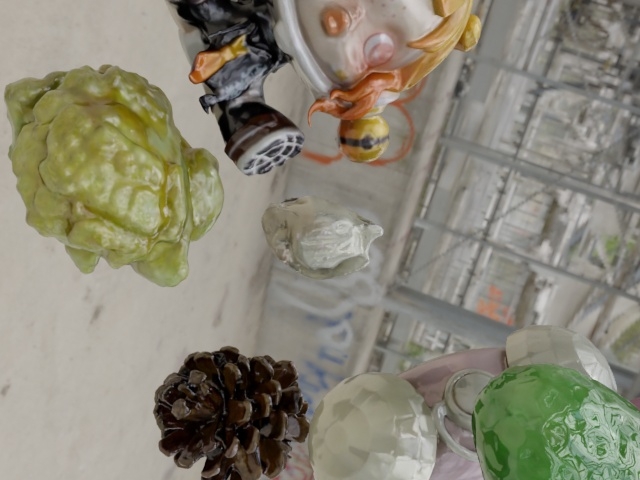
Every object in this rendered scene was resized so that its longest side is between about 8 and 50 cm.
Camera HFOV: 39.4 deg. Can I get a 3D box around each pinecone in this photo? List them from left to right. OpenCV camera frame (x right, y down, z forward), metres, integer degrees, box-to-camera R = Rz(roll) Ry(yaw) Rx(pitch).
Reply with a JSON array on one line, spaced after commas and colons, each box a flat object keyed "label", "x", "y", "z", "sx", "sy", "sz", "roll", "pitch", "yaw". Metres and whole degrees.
[{"label": "pinecone", "x": -0.109, "y": 0.211, "z": 1.070, "sx": 0.179, "sy": 0.195, "sz": 0.150, "roll": -36, "pitch": -134, "yaw": 18}]

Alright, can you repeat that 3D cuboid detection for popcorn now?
[{"label": "popcorn", "x": -0.224, "y": -0.074, "z": 0.941, "sx": 0.195, "sy": 0.255, "sz": 0.256, "roll": -40, "pitch": -154, "yaw": 0}]

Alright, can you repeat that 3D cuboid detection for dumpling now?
[{"label": "dumpling", "x": 0.000, "y": 0.000, "z": 1.452, "sx": 0.118, "sy": 0.199, "sz": 0.136, "roll": -85, "pitch": -177, "yaw": -73}]

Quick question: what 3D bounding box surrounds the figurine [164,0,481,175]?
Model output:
[{"label": "figurine", "x": 0.014, "y": -0.239, "z": 0.896, "sx": 0.196, "sy": 0.323, "sz": 0.320, "roll": -111, "pitch": -179, "yaw": -64}]

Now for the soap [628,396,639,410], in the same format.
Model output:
[{"label": "soap", "x": 0.519, "y": 0.267, "z": 1.190, "sx": 0.259, "sy": 0.081, "sz": 0.181, "roll": -27, "pitch": -158, "yaw": 35}]

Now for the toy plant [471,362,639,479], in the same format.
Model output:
[{"label": "toy plant", "x": 0.258, "y": 0.207, "z": 0.473, "sx": 0.317, "sy": 0.356, "sz": 0.211, "roll": 68, "pitch": 33, "yaw": -50}]

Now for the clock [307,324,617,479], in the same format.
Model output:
[{"label": "clock", "x": 0.148, "y": 0.238, "z": 1.025, "sx": 0.342, "sy": 0.184, "sz": 0.326, "roll": -18, "pitch": 147, "yaw": -16}]
